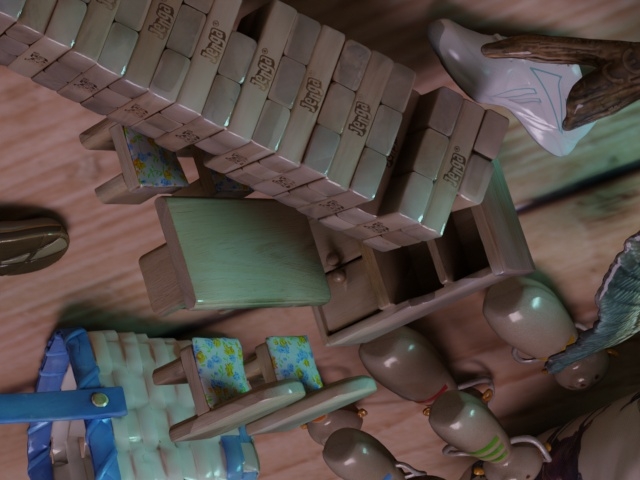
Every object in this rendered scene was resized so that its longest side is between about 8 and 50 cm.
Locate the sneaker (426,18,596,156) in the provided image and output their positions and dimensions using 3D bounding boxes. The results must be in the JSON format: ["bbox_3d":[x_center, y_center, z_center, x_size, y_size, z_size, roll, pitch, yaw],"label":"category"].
[{"bbox_3d":[0.129,-0.112,1.271,0.152,0.053,0.061,28,120,-38],"label":"sneaker"}]

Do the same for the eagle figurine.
[{"bbox_3d":[0.255,-0.014,1.255,0.226,0.225,0.298,27,145,41],"label":"eagle figurine"}]

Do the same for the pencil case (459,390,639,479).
[{"bbox_3d":[0.257,0.217,1.565,0.160,0.183,0.410,-12,168,-30],"label":"pencil case"}]

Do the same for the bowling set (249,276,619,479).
[{"bbox_3d":[0.087,0.167,1.541,0.287,0.199,0.154,-17,144,27],"label":"bowling set"}]

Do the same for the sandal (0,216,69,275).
[{"bbox_3d":[-0.272,-0.003,1.414,0.180,0.049,0.072,-6,153,-19],"label":"sandal"}]

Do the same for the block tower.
[{"bbox_3d":[-0.056,-0.098,1.173,0.335,0.091,0.097,25,164,-18],"label":"block tower"}]

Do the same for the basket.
[{"bbox_3d":[-0.203,0.186,1.542,0.289,0.201,0.254,-3,147,-15],"label":"basket"}]

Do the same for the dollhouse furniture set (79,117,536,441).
[{"bbox_3d":[0.000,0.000,1.290,0.161,0.212,0.242,-27,164,34],"label":"dollhouse furniture set"}]
